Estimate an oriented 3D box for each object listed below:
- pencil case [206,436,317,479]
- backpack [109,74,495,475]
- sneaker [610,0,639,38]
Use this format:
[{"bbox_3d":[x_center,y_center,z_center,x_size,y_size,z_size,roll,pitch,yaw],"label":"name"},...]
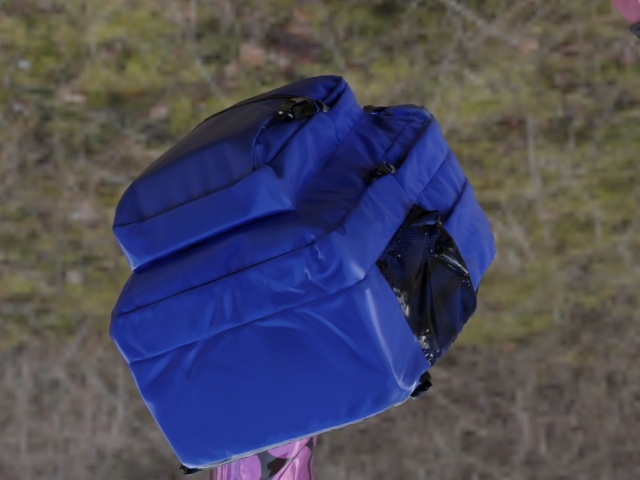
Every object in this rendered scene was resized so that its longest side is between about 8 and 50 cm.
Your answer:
[{"bbox_3d":[-0.040,0.107,1.088,0.095,0.209,0.098,24,-142,31],"label":"pencil case"},{"bbox_3d":[0.000,0.000,0.541,0.098,0.101,0.120,-15,-166,29],"label":"backpack"},{"bbox_3d":[0.106,-0.178,0.502,0.136,0.116,0.314,25,157,12],"label":"sneaker"}]
